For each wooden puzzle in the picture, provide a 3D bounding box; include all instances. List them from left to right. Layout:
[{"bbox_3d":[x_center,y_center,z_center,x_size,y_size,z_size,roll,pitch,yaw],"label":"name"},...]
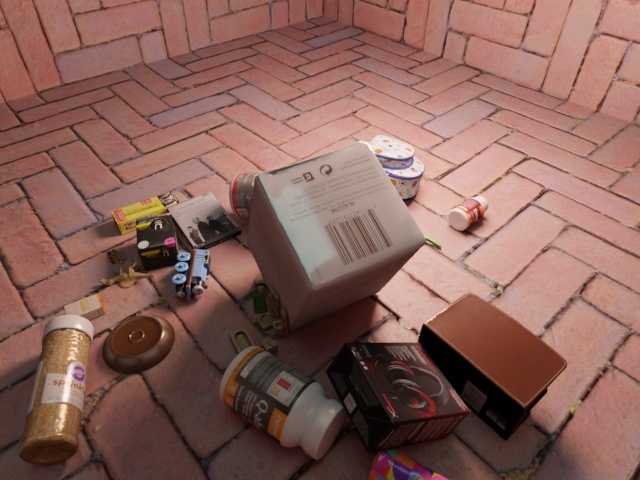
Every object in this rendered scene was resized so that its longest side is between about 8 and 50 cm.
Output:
[{"bbox_3d":[-0.690,0.055,1.556,0.049,0.006,0.083,-23,47,-24],"label":"wooden puzzle"}]

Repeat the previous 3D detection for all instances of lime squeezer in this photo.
[{"bbox_3d":[0.271,-0.030,1.622,0.310,0.059,0.110,2,42,1],"label":"lime squeezer"}]

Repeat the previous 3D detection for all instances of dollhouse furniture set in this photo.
[{"bbox_3d":[-0.171,0.236,1.267,0.151,0.123,0.144,-21,49,-22],"label":"dollhouse furniture set"},{"bbox_3d":[-0.174,0.159,1.433,0.076,0.059,0.152,-4,22,6],"label":"dollhouse furniture set"}]

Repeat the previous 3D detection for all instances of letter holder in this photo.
[{"bbox_3d":[0.433,0.305,1.185,0.214,0.152,0.301,-27,49,-30],"label":"letter holder"}]

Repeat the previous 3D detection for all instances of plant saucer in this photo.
[{"bbox_3d":[-0.514,0.278,1.289,0.198,0.036,0.199,1,43,0],"label":"plant saucer"}]

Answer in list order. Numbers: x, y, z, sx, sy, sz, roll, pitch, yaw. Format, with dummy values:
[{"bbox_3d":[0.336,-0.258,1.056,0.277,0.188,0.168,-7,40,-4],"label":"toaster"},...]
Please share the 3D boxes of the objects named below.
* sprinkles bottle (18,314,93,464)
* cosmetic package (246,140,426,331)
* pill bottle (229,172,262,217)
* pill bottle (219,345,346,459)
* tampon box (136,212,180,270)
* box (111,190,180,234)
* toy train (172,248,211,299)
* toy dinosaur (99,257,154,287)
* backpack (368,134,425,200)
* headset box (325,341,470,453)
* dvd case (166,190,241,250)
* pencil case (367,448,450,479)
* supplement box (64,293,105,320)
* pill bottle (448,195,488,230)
[{"bbox_3d":[-0.647,0.356,1.138,0.121,0.121,0.356,-10,44,-11],"label":"sprinkles bottle"},{"bbox_3d":[0.014,0.004,1.262,0.329,0.394,0.328,-21,71,-21],"label":"cosmetic package"},{"bbox_3d":[-0.160,-0.158,1.604,0.282,0.161,0.161,1,41,19],"label":"pill bottle"},{"bbox_3d":[-0.089,0.381,1.085,0.278,0.162,0.162,24,47,25],"label":"pill bottle"},{"bbox_3d":[-0.547,0.002,1.543,0.120,0.102,0.161,-13,44,-13],"label":"tampon box"},{"bbox_3d":[-0.640,-0.105,1.694,0.232,0.058,0.087,-24,49,-24],"label":"box"},{"bbox_3d":[-0.406,0.105,1.452,0.105,0.080,0.184,2,42,-8],"label":"toy train"},{"bbox_3d":[-0.610,0.109,1.477,0.182,0.053,0.093,-8,58,2],"label":"toy dinosaur"},{"bbox_3d":[0.276,-0.280,1.800,0.263,0.213,0.277,24,43,10],"label":"backpack"},{"bbox_3d":[0.191,0.356,1.083,0.293,0.110,0.218,10,32,-36],"label":"headset box"},{"bbox_3d":[-0.424,-0.072,1.660,0.179,0.030,0.239,-26,56,-26],"label":"dvd case"},{"bbox_3d":[0.219,0.531,0.974,0.236,0.105,0.104,25,48,22],"label":"pencil case"},{"bbox_3d":[-0.702,0.207,1.364,0.098,0.036,0.062,-22,47,-23],"label":"supplement box"},{"bbox_3d":[0.547,-0.105,1.684,0.152,0.086,0.086,-31,51,-29],"label":"pill bottle"}]
